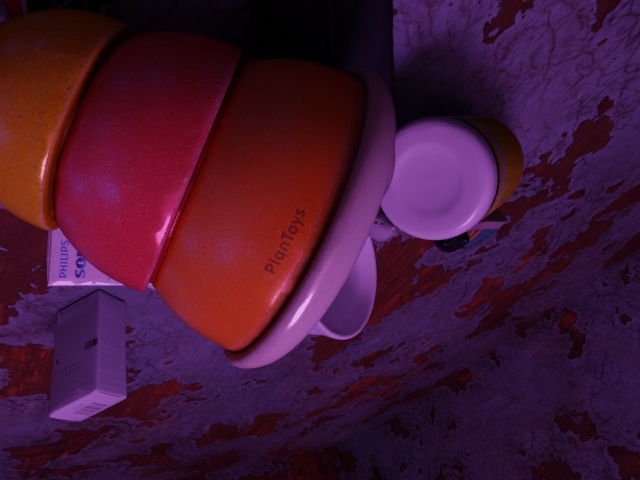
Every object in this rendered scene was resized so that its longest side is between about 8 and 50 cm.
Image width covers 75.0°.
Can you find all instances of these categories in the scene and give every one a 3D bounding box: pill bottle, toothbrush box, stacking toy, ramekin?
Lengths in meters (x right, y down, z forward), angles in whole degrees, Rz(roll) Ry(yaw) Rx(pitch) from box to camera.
[{"bbox_3d":[0.250,-0.126,0.746,0.334,0.188,0.188,-23,156,-52],"label":"pill bottle"},{"bbox_3d":[-0.259,-0.004,0.670,0.296,0.216,0.126,4,92,-32],"label":"toothbrush box"},{"bbox_3d":[-0.201,-0.107,0.413,0.480,0.350,0.350,25,126,-19],"label":"stacking toy"},{"bbox_3d":[-0.012,0.050,0.804,0.135,0.277,0.277,-9,154,34],"label":"ramekin"}]

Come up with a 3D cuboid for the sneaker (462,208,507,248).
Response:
[{"bbox_3d":[0.342,-0.032,1.061,0.302,0.108,0.121,2,133,-32],"label":"sneaker"}]

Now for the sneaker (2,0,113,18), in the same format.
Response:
[{"bbox_3d":[-0.290,-0.297,0.403,0.107,0.118,0.279,-48,176,-28],"label":"sneaker"}]

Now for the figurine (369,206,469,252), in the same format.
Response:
[{"bbox_3d":[0.193,-0.030,0.855,0.215,0.092,0.209,9,-169,14],"label":"figurine"}]

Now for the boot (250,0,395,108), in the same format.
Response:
[{"bbox_3d":[0.088,-0.278,0.575,0.367,0.146,0.445,-13,141,0],"label":"boot"}]

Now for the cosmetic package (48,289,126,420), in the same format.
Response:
[{"bbox_3d":[-0.473,0.231,0.856,0.117,0.231,0.085,-28,144,6],"label":"cosmetic package"}]

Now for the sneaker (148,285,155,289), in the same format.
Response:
[{"bbox_3d":[-0.298,0.055,0.864,0.232,0.090,0.115,3,144,-18],"label":"sneaker"}]
